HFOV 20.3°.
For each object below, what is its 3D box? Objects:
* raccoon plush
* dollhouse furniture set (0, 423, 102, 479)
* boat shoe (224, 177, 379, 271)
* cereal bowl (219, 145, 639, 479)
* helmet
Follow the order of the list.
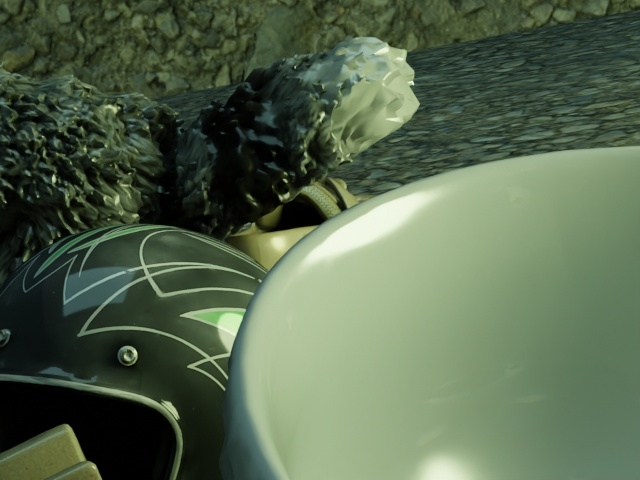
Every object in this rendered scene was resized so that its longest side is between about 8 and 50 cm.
[{"bbox_3d":[-0.192,-0.106,1.187,0.446,0.299,0.216,-32,9,9],"label":"raccoon plush"},{"bbox_3d":[-0.044,0.153,0.597,0.259,0.135,0.262,-25,14,-13],"label":"dollhouse furniture set"},{"bbox_3d":[0.000,0.000,1.263,0.109,0.098,0.302,-7,12,18],"label":"boat shoe"},{"bbox_3d":[0.140,0.100,0.439,0.339,0.141,0.339,4,23,-2],"label":"cereal bowl"},{"bbox_3d":[-0.082,0.070,0.840,0.169,0.161,0.169,-11,11,2],"label":"helmet"}]
